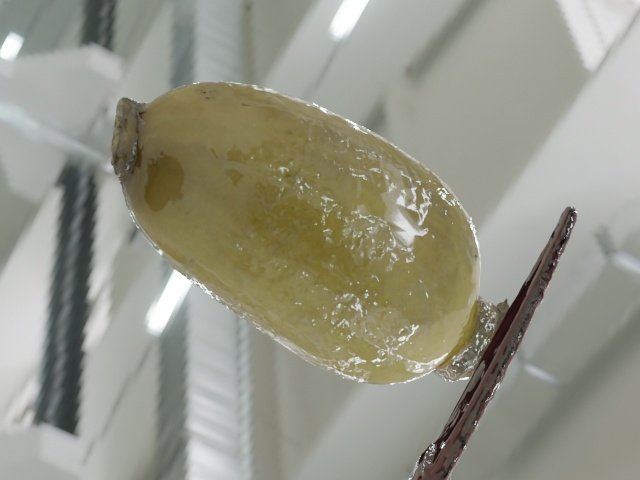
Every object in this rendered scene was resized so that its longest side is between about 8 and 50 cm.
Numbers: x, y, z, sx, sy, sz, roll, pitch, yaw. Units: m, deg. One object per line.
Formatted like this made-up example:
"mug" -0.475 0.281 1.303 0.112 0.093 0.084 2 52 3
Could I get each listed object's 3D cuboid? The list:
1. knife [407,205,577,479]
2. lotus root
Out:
"knife" 0.037 0.093 0.683 0.247 0.018 0.035 -61 -179 -7
"lotus root" 0.002 -0.002 1.156 0.146 0.303 0.131 -61 -161 -8
